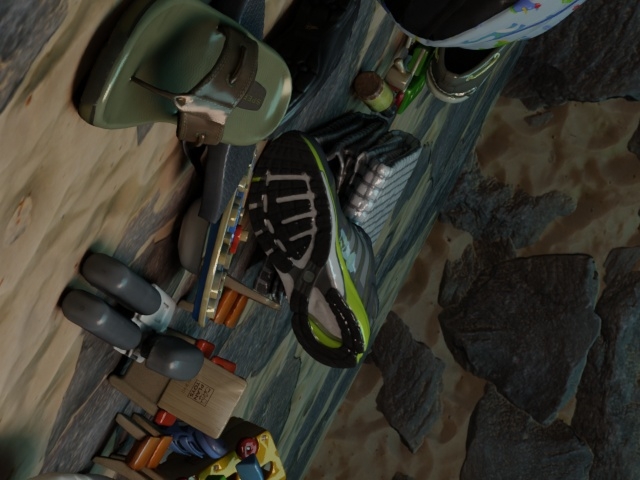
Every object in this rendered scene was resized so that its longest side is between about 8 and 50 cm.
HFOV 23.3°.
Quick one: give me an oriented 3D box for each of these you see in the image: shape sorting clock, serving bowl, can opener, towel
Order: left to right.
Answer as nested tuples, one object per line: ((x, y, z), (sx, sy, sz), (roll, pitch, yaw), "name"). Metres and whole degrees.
((-0.165, 0.079, 1.484), (0.076, 0.095, 0.283), (-61, 171, -7), "can opener")
((-0.130, -0.008, 1.593), (0.083, 0.027, 0.083), (-167, -90, -87), "serving bowl")
((-0.096, -0.009, 1.619), (0.206, 0.040, 0.206), (-168, -90, -86), "shape sorting clock")
((0.018, -0.041, 2.054), (0.235, 0.121, 0.284), (-63, 172, 17), "towel")

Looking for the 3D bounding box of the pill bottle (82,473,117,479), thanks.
((-0.265, 0.379, 1.723), (0.216, 0.121, 0.121), (-63, 170, 6), "pill bottle")

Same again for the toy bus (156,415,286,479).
((-0.144, 0.311, 1.964), (0.191, 0.202, 0.104), (-65, 138, -63), "toy bus")

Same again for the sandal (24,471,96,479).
((-0.309, 0.281, 1.327), (0.416, 0.102, 0.169), (-1, 105, -65), "sandal")

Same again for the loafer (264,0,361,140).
((-0.019, -0.179, 1.577), (0.078, 0.076, 0.223), (89, 26, -56), "loafer")

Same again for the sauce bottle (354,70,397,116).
((0.078, -0.194, 2.102), (0.042, 0.042, 0.128), (-61, 160, -3), "sauce bottle")

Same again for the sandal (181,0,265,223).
((-0.092, -0.132, 1.435), (0.097, 0.054, 0.254), (-59, 162, -51), "sandal")

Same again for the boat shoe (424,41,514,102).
((0.254, -0.334, 2.205), (0.305, 0.109, 0.091), (-57, 177, -10), "boat shoe")

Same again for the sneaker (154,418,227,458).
((-0.162, 0.245, 1.925), (0.059, 0.053, 0.144), (-42, -153, -13), "sneaker")

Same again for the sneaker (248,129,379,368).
((0.000, 0.000, 1.847), (0.121, 0.111, 0.300), (-55, 138, -52), "sneaker")

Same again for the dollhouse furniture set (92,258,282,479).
((-0.137, 0.166, 1.750), (0.262, 0.135, 0.259), (-61, 171, -3), "dollhouse furniture set")

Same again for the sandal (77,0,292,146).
((-0.086, -0.128, 1.253), (0.303, 0.086, 0.120), (2, 117, -63), "sandal")

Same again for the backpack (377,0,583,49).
((0.203, -0.342, 1.583), (0.355, 0.290, 0.273), (-36, 168, 18), "backpack")

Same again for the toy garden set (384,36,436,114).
((0.137, -0.289, 2.189), (0.204, 0.049, 0.244), (-50, 166, -57), "toy garden set")
